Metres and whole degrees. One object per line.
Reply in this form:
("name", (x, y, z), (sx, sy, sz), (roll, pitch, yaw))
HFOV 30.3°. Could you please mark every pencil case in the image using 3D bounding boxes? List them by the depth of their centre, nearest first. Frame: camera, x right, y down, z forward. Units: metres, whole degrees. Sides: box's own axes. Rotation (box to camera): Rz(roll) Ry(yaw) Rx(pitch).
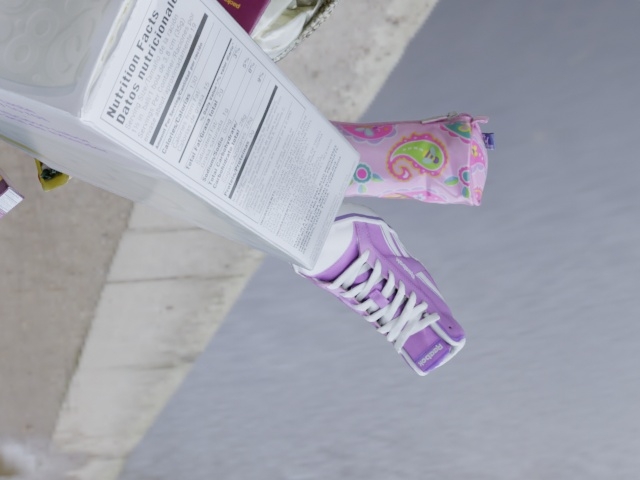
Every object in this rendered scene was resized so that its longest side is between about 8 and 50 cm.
("pencil case", (0.077, -0.106, 1.519), (0.284, 0.124, 0.124), (1, 163, 16))

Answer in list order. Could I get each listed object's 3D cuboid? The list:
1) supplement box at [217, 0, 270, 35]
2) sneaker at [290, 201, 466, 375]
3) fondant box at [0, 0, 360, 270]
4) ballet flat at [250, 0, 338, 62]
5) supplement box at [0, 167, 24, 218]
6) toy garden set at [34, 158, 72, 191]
("supplement box", (-0.099, -0.181, 0.959), (0.080, 0.104, 0.188), (28, 118, -13))
("sneaker", (0.077, 0.061, 1.293), (0.102, 0.161, 0.282), (-43, 144, 15))
("fondant box", (-0.138, -0.095, 0.708), (0.238, 0.096, 0.330), (21, 173, 22))
("ballet flat", (-0.014, -0.312, 1.247), (0.164, 0.182, 0.482), (40, 122, -18))
("supplement box", (-0.398, -0.047, 1.377), (0.083, 0.055, 0.043), (-42, 160, -3))
("toy garden set", (-0.270, -0.176, 1.297), (0.203, 0.244, 0.049), (-16, -175, 34))
